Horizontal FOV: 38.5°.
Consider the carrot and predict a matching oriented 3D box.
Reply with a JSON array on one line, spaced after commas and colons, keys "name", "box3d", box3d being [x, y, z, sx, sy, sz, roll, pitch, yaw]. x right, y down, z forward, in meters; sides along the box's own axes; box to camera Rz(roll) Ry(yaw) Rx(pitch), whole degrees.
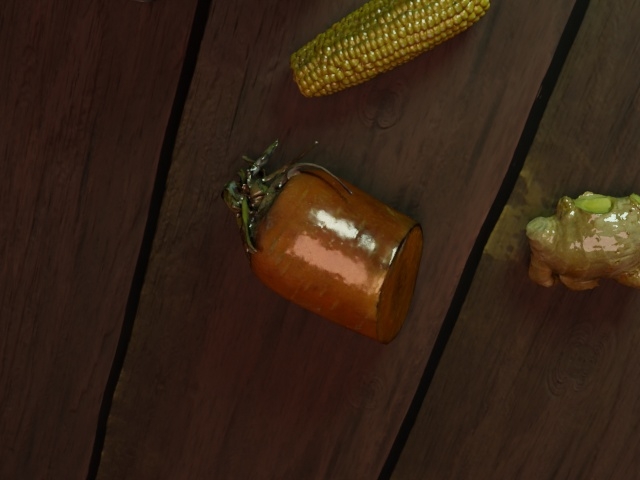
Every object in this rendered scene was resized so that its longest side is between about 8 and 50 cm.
[{"name": "carrot", "box3d": [0.000, 0.000, 1.312, 0.331, 0.193, 0.214, 27, 155, 4]}]

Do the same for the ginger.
[{"name": "ginger", "box3d": [0.397, 0.004, 1.287, 0.216, 0.102, 0.157, -8, 117, 14]}]

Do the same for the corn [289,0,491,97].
[{"name": "corn", "box3d": [0.098, -0.284, 1.231, 0.310, 0.101, 0.102, -26, 105, 18]}]
